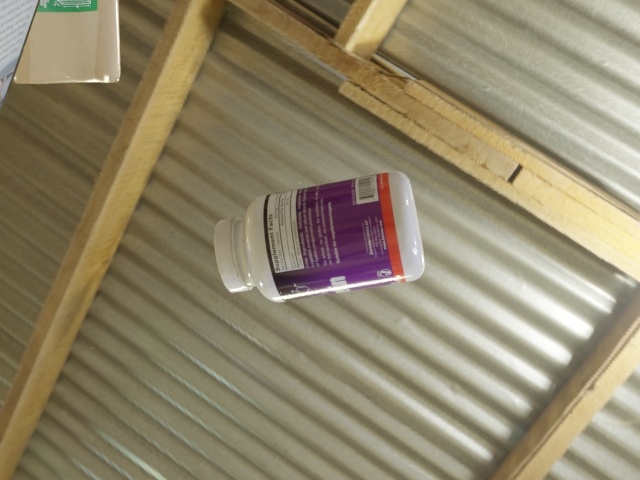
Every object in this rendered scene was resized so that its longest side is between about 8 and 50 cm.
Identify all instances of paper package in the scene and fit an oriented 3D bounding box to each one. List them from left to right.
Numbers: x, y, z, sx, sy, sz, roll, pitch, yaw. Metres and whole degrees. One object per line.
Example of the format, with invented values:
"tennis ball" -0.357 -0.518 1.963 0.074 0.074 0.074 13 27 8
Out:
"paper package" -0.397 -0.438 0.994 0.325 0.168 0.309 111 -38 -53

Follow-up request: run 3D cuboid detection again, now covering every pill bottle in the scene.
"pill bottle" 0.000 0.000 1.130 0.323 0.181 0.181 -10 -81 9

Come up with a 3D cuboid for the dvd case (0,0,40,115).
"dvd case" -0.156 -0.109 0.304 0.022 0.180 0.253 24 -64 -15
